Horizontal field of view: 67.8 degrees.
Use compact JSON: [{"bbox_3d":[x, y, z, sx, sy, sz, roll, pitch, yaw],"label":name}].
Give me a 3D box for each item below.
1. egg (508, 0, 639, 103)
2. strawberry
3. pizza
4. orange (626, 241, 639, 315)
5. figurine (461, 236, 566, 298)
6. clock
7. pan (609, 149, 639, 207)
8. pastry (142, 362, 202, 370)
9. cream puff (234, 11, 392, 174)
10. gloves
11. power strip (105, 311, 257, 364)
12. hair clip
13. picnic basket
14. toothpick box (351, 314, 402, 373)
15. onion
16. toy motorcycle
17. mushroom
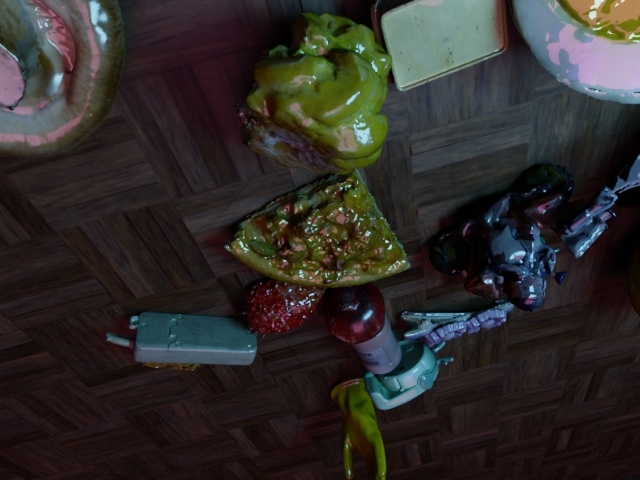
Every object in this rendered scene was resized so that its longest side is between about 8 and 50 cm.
[{"bbox_3d":[0.356,-0.315,0.555,0.286,0.174,0.264,24,121,-2],"label":"egg"},{"bbox_3d":[-0.069,0.134,0.943,0.192,0.085,0.140,-3,131,-11],"label":"strawberry"},{"bbox_3d":[0.005,0.023,0.858,0.257,0.087,0.268,-25,135,16],"label":"pizza"},{"bbox_3d":[0.748,0.085,0.952,0.246,0.246,0.246,-6,134,-6],"label":"orange"},{"bbox_3d":[0.374,0.050,0.952,0.194,0.111,0.102,-17,121,12],"label":"figurine"},{"bbox_3d":[0.201,0.292,1.106,0.210,0.159,0.066,-29,107,6],"label":"clock"},{"bbox_3d":[0.586,-0.151,0.843,0.136,0.028,0.235,-18,137,5],"label":"pan"},{"bbox_3d":[-0.320,0.242,1.012,0.140,0.056,0.080,3,144,-17],"label":"pastry"},{"bbox_3d":[0.006,-0.179,0.586,0.194,0.221,0.195,0,89,-18],"label":"cream puff"},{"bbox_3d":[0.106,0.493,1.170,0.116,0.294,0.133,-8,135,-5],"label":"gloves"},{"bbox_3d":[-0.273,0.195,0.950,0.287,0.093,0.053,7,130,-17],"label":"power strip"},{"bbox_3d":[0.317,0.182,1.080,0.292,0.085,0.106,-9,152,-9],"label":"hair clip"},{"bbox_3d":[0.147,-0.276,0.601,0.164,0.079,0.115,-18,135,6],"label":"picnic basket"},{"bbox_3d":[0.115,0.217,1.046,0.098,0.098,0.149,-21,134,8],"label":"toothpick box"},{"bbox_3d":[0.065,0.141,0.946,0.131,0.131,0.131,-6,134,-6],"label":"onion"},{"bbox_3d":[0.384,-0.021,0.807,0.401,0.207,0.134,-39,150,22],"label":"toy motorcycle"},{"bbox_3d":[-0.348,-0.221,0.504,0.278,0.146,0.278,-8,126,-11],"label":"mushroom"}]
